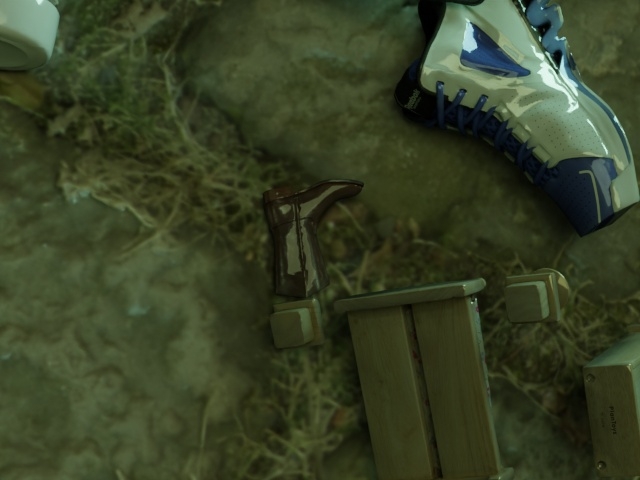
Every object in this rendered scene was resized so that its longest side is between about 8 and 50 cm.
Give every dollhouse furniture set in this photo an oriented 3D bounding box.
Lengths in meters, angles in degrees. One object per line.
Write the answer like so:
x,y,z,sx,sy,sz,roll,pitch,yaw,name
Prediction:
0.162,0.181,1.695,0.355,0.174,0.303,-7,95,27,dollhouse furniture set

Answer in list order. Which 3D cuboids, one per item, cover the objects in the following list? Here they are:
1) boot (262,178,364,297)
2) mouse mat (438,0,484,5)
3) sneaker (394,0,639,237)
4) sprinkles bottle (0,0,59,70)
0.000,0.000,1.730,0.106,0.037,0.114,-10,76,-2,boot
0.090,-0.308,1.788,0.189,0.007,0.152,9,58,12,mouse mat
0.179,-0.134,1.769,0.182,0.127,0.315,-20,75,-13,sneaker
-0.291,-0.349,1.702,0.121,0.121,0.355,11,75,-10,sprinkles bottle
